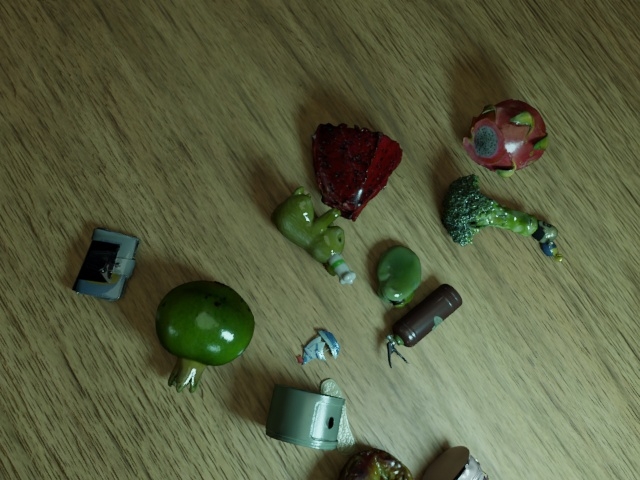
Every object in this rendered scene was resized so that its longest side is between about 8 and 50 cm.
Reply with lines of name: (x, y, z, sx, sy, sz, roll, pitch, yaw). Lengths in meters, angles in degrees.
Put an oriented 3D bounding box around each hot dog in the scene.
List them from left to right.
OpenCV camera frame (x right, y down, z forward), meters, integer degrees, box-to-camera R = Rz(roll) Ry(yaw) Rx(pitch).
hot dog: (0.153, 0.845, 1.533, 0.267, 0.174, 0.387, 18, 75, -3)

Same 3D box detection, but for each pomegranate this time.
pomegranate: (-0.370, 0.294, 1.553, 0.310, 0.216, 0.358, 20, 75, -8)

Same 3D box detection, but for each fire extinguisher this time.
fire extinguisher: (0.346, 0.301, 1.732, 0.344, 0.102, 0.138, -37, 87, -16)

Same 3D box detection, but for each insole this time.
insole: (0.054, 0.584, 1.662, 0.081, 0.011, 0.247, -16, 80, -14)

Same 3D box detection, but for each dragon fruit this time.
dragon fruit: (0.108, -0.240, 1.832, 0.286, 0.228, 0.329, 15, 94, 26)
dragon fruit: (0.667, -0.374, 1.850, 0.189, 0.291, 0.290, -28, 83, -35)

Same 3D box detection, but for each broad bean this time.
broad bean: (0.279, 0.123, 1.768, 0.170, 0.100, 0.227, 7, 74, -15)

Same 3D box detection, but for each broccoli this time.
broccoli: (0.623, -0.080, 1.839, 0.362, 0.221, 0.252, 27, 38, -3)

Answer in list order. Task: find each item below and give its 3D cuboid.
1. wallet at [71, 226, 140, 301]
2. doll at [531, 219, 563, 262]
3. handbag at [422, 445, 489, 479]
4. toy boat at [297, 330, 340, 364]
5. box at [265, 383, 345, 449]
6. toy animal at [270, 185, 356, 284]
wallet: (-0.690, 0.076, 1.627, 0.170, 0.069, 0.230, 14, 74, -1)
doll: (0.868, -0.005, 1.907, 0.089, 0.102, 0.179, -37, 85, 23)
handbag: (0.433, 0.773, 1.601, 0.205, 0.179, 0.116, -42, 93, -15)
toy boat: (-0.009, 0.360, 1.701, 0.150, 0.034, 0.105, -9, 81, 1)
box: (-0.046, 0.539, 1.544, 0.226, 0.226, 0.149, 13, 75, -6)
toy animal: (0.007, -0.018, 1.717, 0.363, 0.181, 0.180, 41, 84, 3)
